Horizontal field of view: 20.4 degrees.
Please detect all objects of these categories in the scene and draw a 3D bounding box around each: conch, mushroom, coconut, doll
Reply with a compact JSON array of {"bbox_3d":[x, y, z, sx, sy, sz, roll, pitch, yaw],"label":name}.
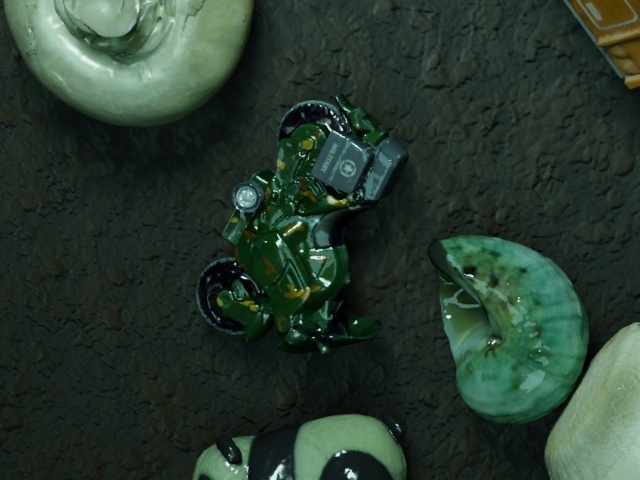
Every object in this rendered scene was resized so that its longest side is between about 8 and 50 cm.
[{"bbox_3d":[0.182,0.089,1.715,0.176,0.122,0.188,17,117,43],"label":"conch"},{"bbox_3d":[-0.181,-0.229,1.647,0.246,0.202,0.246,1,96,8],"label":"mushroom"},{"bbox_3d":[0.355,0.206,1.658,0.266,0.237,0.237,36,110,-2],"label":"coconut"},{"bbox_3d":[-0.019,0.251,1.800,0.234,0.143,0.135,-10,81,14],"label":"doll"}]

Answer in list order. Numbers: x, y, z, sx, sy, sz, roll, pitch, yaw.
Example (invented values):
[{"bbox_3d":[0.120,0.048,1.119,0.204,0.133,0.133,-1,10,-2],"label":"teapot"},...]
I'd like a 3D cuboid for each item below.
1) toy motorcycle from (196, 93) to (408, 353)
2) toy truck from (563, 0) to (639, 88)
[{"bbox_3d":[0.000,0.000,1.724,0.187,0.125,0.274,30,110,10],"label":"toy motorcycle"},{"bbox_3d":[0.321,-0.226,1.525,0.207,0.173,0.387,-15,122,48],"label":"toy truck"}]
